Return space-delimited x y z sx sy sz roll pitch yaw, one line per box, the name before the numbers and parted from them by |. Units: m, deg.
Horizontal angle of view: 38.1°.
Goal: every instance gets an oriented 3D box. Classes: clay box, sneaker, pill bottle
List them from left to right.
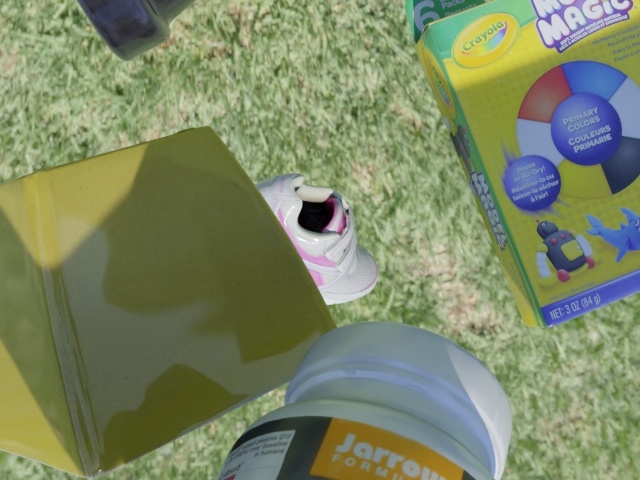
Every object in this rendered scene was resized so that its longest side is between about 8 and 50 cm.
sneaker | 0.000 0.000 1.141 0.111 0.103 0.252 -20 144 35
pill bottle | 0.006 0.180 0.455 0.162 0.278 0.162 12 133 14
clay box | 0.147 -0.073 0.562 0.127 0.053 0.222 -22 89 -4

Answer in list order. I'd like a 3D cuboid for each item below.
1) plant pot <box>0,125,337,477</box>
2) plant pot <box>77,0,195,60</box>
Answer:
plant pot | -0.144 0.029 0.679 0.212 0.212 0.187 -22 99 -37
plant pot | -0.151 -0.342 0.912 0.229 0.263 0.263 -23 131 2
